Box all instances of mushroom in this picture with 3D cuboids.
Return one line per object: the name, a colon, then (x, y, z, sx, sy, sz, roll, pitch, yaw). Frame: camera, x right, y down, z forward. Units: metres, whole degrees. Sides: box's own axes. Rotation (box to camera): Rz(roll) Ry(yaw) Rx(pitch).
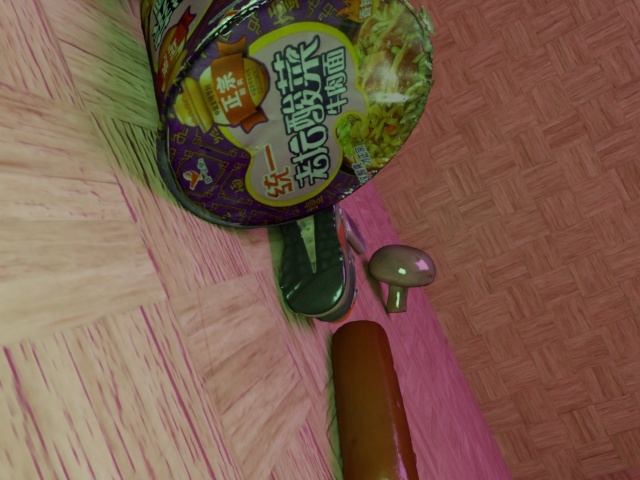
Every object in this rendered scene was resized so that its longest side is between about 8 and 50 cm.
mushroom: (0.246, 0.120, 1.324, 0.207, 0.207, 0.215, 11, 86, -72)

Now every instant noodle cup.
instant noodle cup: (-0.065, -0.220, 0.548, 0.266, 0.340, 0.340, 62, 12, 28)

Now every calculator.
calculator: (0.093, -0.025, 1.283, 0.175, 0.032, 0.100, 46, 23, -51)

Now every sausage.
sausage: (0.072, 0.242, 0.644, 0.348, 0.097, 0.094, -96, 163, -54)

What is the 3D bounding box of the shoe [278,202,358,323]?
shoe: (0.000, 0.000, 0.757, 0.171, 0.132, 0.336, 53, 20, -52)
